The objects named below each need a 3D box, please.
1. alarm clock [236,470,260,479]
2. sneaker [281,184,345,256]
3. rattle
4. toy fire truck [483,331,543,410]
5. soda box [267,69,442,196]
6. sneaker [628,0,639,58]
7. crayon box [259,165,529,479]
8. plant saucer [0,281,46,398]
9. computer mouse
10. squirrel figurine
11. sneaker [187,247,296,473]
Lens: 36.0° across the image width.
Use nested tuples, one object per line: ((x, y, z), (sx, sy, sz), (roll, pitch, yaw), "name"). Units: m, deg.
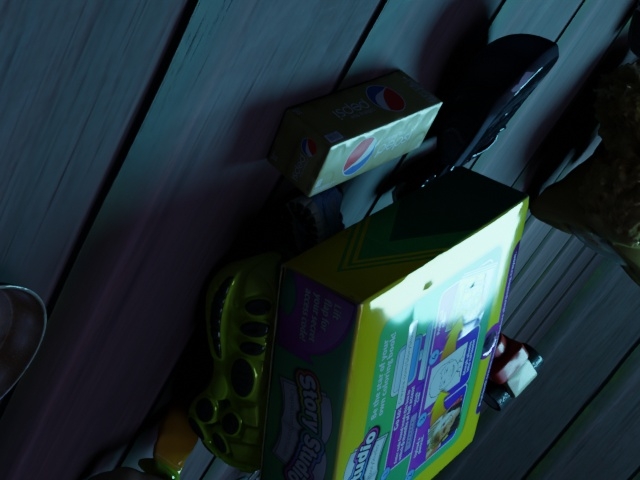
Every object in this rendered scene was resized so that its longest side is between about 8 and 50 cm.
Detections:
((-0.135, 0.430, 1.569), (0.129, 0.064, 0.192), (-20, 143, -53), "alarm clock")
((0.000, 0.000, 1.047), (0.073, 0.063, 0.162), (-41, 159, -29), "sneaker")
((-0.228, 0.282, 1.143), (0.130, 0.143, 0.200), (10, 143, -30), "rattle")
((0.229, 0.165, 1.705), (0.158, 0.217, 0.246), (-42, 117, -15), "toy fire truck")
((0.036, -0.105, 0.933), (0.181, 0.058, 0.061), (-26, 150, -45), "soda box")
((0.574, -0.388, 1.460), (0.162, 0.106, 0.281), (-18, 144, -59), "sneaker")
((0.077, 0.137, 1.077), (0.313, 0.106, 0.363), (-27, 134, -44), "crayon box")
((-0.272, 0.088, 0.696), (0.168, 0.029, 0.168), (-40, 158, -20), "plant saucer")
((0.175, -0.152, 1.133), (0.188, 0.072, 0.272), (-39, 171, -30), "computer mouse")
((0.568, -0.153, 1.654), (0.370, 0.281, 0.397), (-54, 163, -3), "squirrel figurine")
((-0.064, 0.136, 1.060), (0.123, 0.109, 0.296), (-35, 147, -46), "sneaker")
